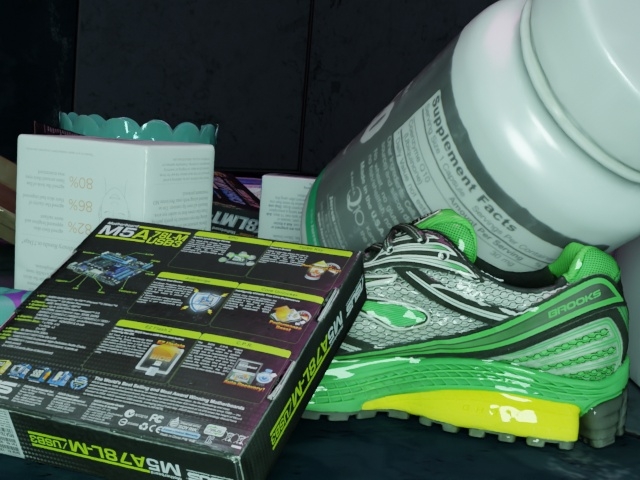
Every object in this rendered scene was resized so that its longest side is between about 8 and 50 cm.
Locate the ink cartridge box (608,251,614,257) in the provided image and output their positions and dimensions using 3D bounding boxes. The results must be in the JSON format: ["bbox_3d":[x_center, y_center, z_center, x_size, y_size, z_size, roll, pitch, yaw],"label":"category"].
[{"bbox_3d":[0.432,0.021,1.506,0.330,0.071,0.324,6,6,25],"label":"ink cartridge box"}]

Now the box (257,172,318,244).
[{"bbox_3d":[0.000,0.000,1.070,0.126,0.137,0.072,6,6,11],"label":"box"}]

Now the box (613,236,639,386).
[{"bbox_3d":[0.324,0.033,0.825,0.119,0.181,0.182,5,7,1],"label":"box"}]

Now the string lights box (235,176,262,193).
[{"bbox_3d":[-0.144,-0.078,1.890,0.133,0.076,0.259,4,7,0],"label":"string lights box"}]

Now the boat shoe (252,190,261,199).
[{"bbox_3d":[-0.086,-0.026,1.410,0.098,0.096,0.277,5,7,-12],"label":"boat shoe"}]

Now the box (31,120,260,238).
[{"bbox_3d":[-0.229,-0.066,1.264,0.293,0.073,0.295,15,10,-20],"label":"box"}]

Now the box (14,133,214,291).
[{"bbox_3d":[-0.164,0.004,0.780,0.130,0.170,0.091,8,9,27],"label":"box"}]

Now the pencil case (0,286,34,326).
[{"bbox_3d":[-0.257,0.059,0.705,0.152,0.064,0.070,5,23,2],"label":"pencil case"}]

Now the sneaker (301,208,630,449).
[{"bbox_3d":[0.042,0.045,0.690,0.344,0.146,0.134,5,7,7],"label":"sneaker"}]

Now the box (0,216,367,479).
[{"bbox_3d":[-0.091,0.059,0.578,0.191,0.045,0.184,7,34,20],"label":"box"}]

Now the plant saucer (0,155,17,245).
[{"bbox_3d":[-0.384,-0.051,1.204,0.278,0.041,0.278,34,4,-3],"label":"plant saucer"}]

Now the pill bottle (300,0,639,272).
[{"bbox_3d":[0.150,-0.061,0.776,0.204,0.204,0.361,0,-25,-32],"label":"pill bottle"}]

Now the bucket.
[{"bbox_3d":[-0.308,-0.115,1.649,0.281,0.183,0.281,5,7,-1],"label":"bucket"}]
